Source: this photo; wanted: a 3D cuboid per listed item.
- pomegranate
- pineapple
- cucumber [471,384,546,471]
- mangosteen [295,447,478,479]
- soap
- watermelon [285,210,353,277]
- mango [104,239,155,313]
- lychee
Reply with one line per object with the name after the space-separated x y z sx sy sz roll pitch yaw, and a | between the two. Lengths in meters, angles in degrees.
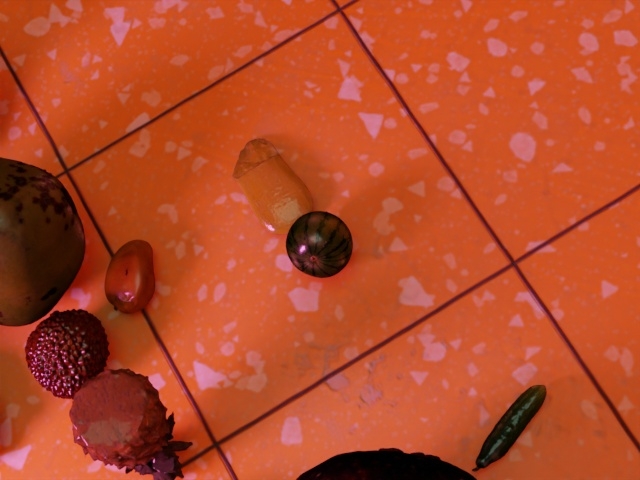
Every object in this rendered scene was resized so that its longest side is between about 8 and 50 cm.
-0.455 -0.007 1.658 0.254 0.254 0.271 18 49 13 | pomegranate
-0.246 0.259 1.531 0.128 0.248 0.128 -4 65 8 | pineapple
0.257 0.258 1.572 0.037 0.037 0.155 38 79 17 | cucumber
0.083 0.411 1.408 0.329 0.330 0.330 -2 72 7 | mangosteen
-0.079 -0.083 1.731 0.089 0.033 0.168 -36 70 -7 | soap
-0.001 0.005 1.661 0.108 0.109 0.109 -2 72 7 | watermelon
-0.279 0.052 1.701 0.080 0.060 0.114 4 74 26 | mango
-0.361 0.164 1.650 0.123 0.123 0.129 -27 99 -1 | lychee
